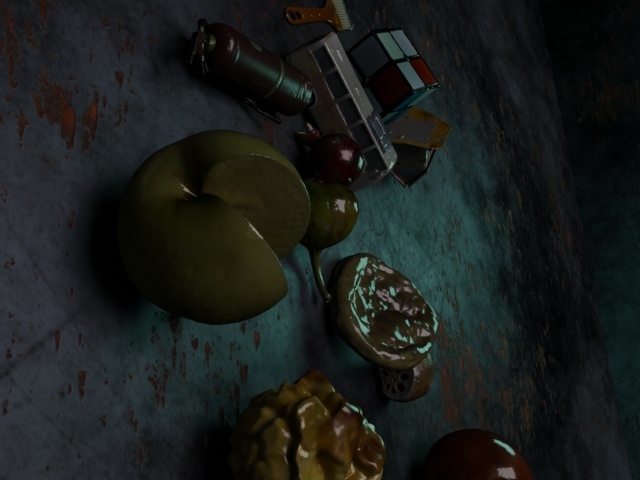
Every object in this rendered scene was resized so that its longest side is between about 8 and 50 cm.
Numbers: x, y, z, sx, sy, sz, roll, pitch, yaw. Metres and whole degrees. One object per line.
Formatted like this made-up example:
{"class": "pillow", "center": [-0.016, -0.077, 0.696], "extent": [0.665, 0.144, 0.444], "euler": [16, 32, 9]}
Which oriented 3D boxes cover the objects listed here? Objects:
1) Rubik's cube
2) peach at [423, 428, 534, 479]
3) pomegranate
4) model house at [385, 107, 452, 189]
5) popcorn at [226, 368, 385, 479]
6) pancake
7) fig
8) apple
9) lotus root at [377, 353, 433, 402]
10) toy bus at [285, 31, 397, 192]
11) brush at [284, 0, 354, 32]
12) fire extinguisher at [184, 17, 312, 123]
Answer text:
{"class": "Rubik's cube", "center": [0.148, -0.386, 1.931], "extent": [0.180, 0.167, 0.183], "euler": [58, 33, 5]}
{"class": "peach", "center": [0.348, 0.535, 1.782], "extent": [0.252, 0.252, 0.252], "euler": [32, 49, -47]}
{"class": "pomegranate", "center": [0.021, -0.183, 1.707], "extent": [0.129, 0.129, 0.159], "euler": [-23, 95, -59]}
{"class": "model house", "center": [0.223, -0.239, 2.075], "extent": [0.219, 0.207, 0.136], "euler": [-63, 161, -53]}
{"class": "popcorn", "center": [-0.027, 0.373, 1.290], "extent": [0.265, 0.225, 0.332], "euler": [18, 82, -41]}
{"class": "pancake", "center": [0.133, 0.148, 1.715], "extent": [0.294, 0.049, 0.294], "euler": [24, 43, -24]}
{"class": "fig", "center": [0.000, 0.000, 1.605], "extent": [0.149, 0.149, 0.245], "euler": [-27, 122, -59]}
{"class": "apple", "center": [-0.151, -0.015, 1.204], "extent": [0.254, 0.292, 0.292], "euler": [71, 21, -53]}
{"class": "lotus root", "center": [0.183, 0.286, 1.746], "extent": [0.081, 0.112, 0.122], "euler": [4, 72, -56]}
{"class": "toy bus", "center": [0.048, -0.281, 1.785], "extent": [0.342, 0.138, 0.097], "euler": [60, 31, -16]}
{"class": "brush", "center": [-0.005, -0.542, 1.950], "extent": [0.314, 0.017, 0.090], "euler": [-28, 97, -58]}
{"class": "fire extinguisher", "center": [-0.143, -0.316, 1.528], "extent": [0.341, 0.105, 0.141], "euler": [16, 61, -58]}
